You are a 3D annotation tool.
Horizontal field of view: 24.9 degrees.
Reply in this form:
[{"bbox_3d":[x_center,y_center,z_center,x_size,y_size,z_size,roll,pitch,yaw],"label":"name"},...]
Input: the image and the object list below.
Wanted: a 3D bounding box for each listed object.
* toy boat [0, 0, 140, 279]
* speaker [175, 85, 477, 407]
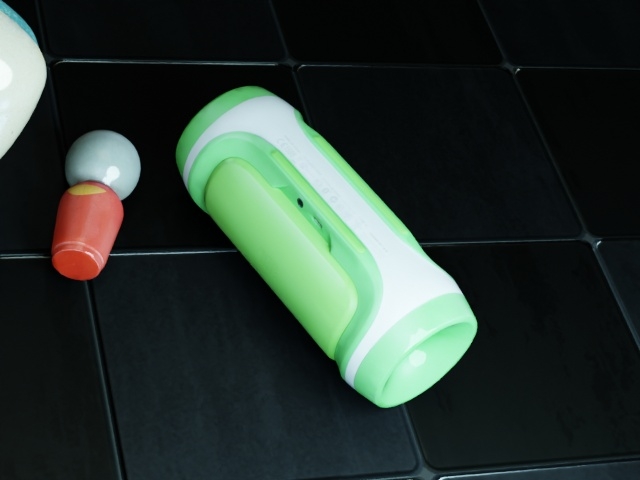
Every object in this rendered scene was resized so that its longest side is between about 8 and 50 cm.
[{"bbox_3d":[-0.290,-0.097,1.203,0.318,0.267,0.148,36,42,-29],"label":"toy boat"},{"bbox_3d":[0.000,0.000,1.248,0.131,0.131,0.296,-23,59,-33],"label":"speaker"}]
